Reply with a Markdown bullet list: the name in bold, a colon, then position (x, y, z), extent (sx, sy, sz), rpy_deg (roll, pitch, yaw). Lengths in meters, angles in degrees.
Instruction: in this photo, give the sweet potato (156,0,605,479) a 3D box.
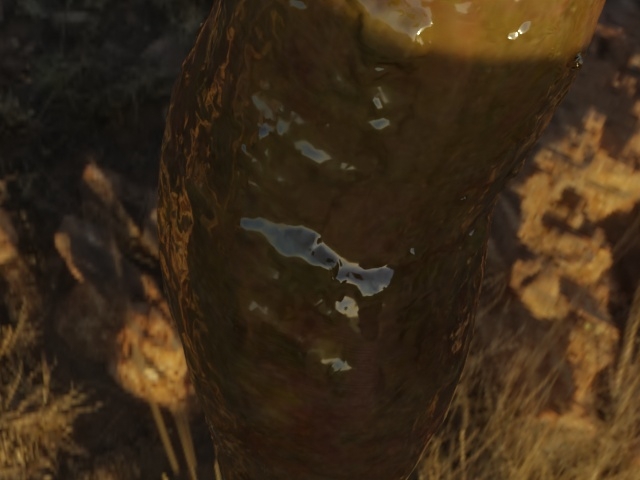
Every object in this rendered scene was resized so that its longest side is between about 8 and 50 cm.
- **sweet potato**: position (-0.001, 0.002, 0.512), extent (0.131, 0.336, 0.131), rpy_deg (11, 35, -8)
